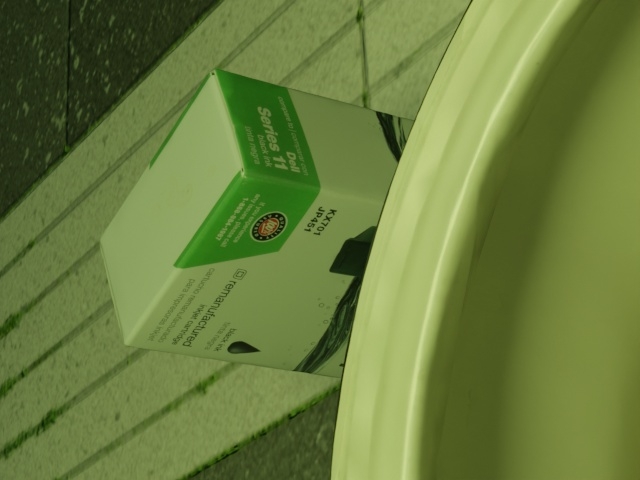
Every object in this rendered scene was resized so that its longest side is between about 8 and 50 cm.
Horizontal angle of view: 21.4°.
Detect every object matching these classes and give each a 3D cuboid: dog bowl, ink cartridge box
[{"bbox_3d":[0.170,0.055,0.398,0.408,0.150,0.408,-29,54,52],"label":"dog bowl"},{"bbox_3d":[0.000,0.000,0.992,0.153,0.208,0.087,-54,40,35],"label":"ink cartridge box"}]
